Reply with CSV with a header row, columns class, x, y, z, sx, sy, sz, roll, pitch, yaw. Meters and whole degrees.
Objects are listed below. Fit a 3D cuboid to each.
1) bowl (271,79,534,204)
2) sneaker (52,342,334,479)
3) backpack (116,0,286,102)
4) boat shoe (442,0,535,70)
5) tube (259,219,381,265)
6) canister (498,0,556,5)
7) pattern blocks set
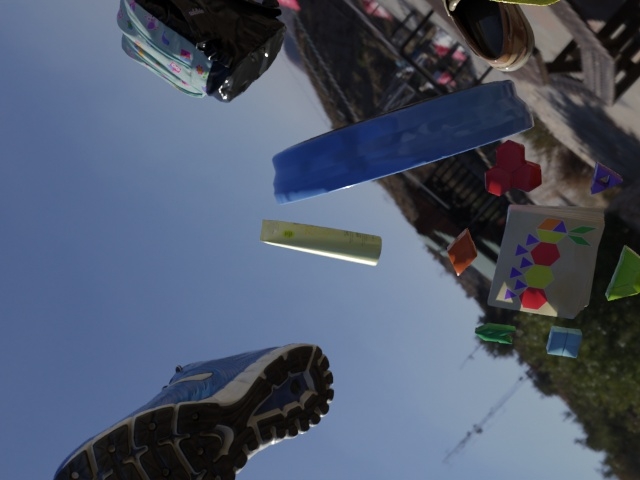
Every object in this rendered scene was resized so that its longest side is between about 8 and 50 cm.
class,x,y,z,sx,sy,sz,roll,pitch,yaw
bowl,0.111,-0.146,0.955,0.391,0.391,0.077,-54,-53,-80
sneaker,-0.142,0.215,0.735,0.330,0.147,0.129,-19,-84,-38
backpack,-0.150,-0.245,0.747,0.182,0.115,0.152,32,-136,4
boat shoe,0.271,-0.453,1.153,0.116,0.123,0.324,-22,-101,-51
tube,0.000,0.000,1.280,0.240,0.062,0.070,10,166,-5
canister,0.217,-0.333,0.722,0.126,0.073,0.170,10,-138,9
pattern blocks set,0.337,0.028,0.968,0.285,0.324,0.026,16,-152,3
